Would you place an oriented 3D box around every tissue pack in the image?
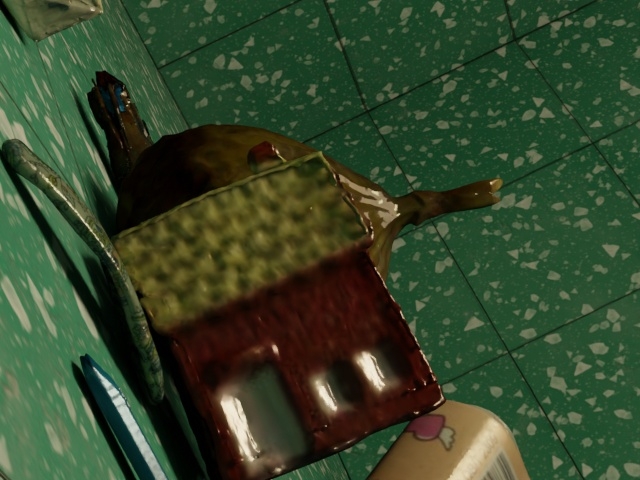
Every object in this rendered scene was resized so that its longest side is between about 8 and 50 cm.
[{"bbox_3d":[-0.293,-0.308,1.261,0.196,0.092,0.148,62,-2,30],"label":"tissue pack"}]

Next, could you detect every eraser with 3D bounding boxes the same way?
[{"bbox_3d":[0.074,0.263,1.003,0.290,0.087,0.171,-44,111,-49],"label":"eraser"}]

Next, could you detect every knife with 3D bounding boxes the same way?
[{"bbox_3d":[-0.078,0.201,0.823,0.296,0.026,0.044,61,-3,-4],"label":"knife"}]

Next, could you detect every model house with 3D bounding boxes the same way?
[{"bbox_3d":[-0.047,0.057,1.059,0.160,0.196,0.254,121,-54,-76],"label":"model house"}]

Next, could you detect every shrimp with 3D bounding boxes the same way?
[{"bbox_3d":[-0.191,-0.054,1.511,0.222,0.054,0.290,59,8,-85],"label":"shrimp"}]

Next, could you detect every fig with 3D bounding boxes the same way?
[{"bbox_3d":[0.000,0.000,1.287,0.286,0.369,0.286,161,-90,-82],"label":"fig"}]

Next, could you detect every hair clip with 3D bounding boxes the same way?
[{"bbox_3d":[-0.159,0.021,0.948,0.229,0.036,0.066,64,-7,-25],"label":"hair clip"}]
